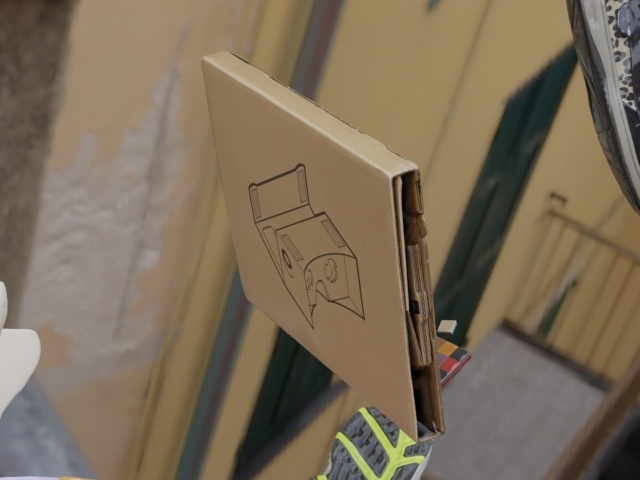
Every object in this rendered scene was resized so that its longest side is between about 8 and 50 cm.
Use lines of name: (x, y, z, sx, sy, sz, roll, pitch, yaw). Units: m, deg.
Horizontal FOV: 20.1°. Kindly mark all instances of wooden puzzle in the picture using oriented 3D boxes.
wooden puzzle: (0.060, 0.079, 1.121, 0.083, 0.006, 0.049, -43, 42, -23)

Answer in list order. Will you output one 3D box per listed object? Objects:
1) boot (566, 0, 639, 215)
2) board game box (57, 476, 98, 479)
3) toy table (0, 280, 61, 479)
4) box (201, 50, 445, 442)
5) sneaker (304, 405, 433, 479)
boot: (0.331, -0.152, 1.627, 0.178, 0.236, 0.085, -17, 12, -2)
board game box: (0.000, 0.386, 1.103, 0.356, 0.356, 0.356, 8, 68, 5)
toy table: (-0.300, 0.139, 1.285, 0.274, 0.252, 0.161, 12, 62, -57)
box: (0.000, 0.000, 0.988, 0.021, 0.164, 0.201, -22, 32, -24)
sneaker: (0.021, 0.353, 2.133, 0.145, 0.147, 0.384, 24, 37, 22)
